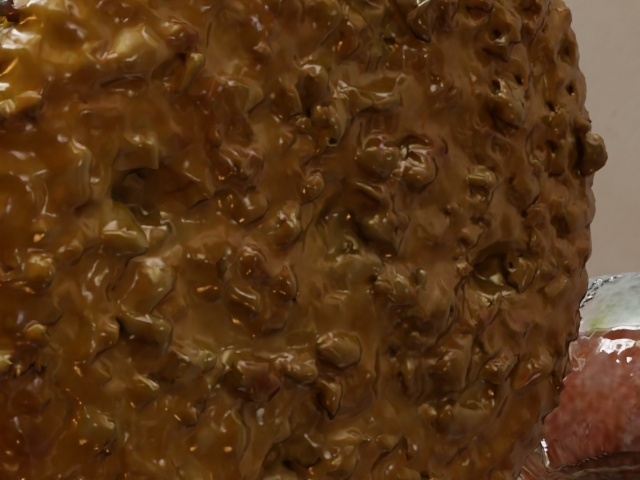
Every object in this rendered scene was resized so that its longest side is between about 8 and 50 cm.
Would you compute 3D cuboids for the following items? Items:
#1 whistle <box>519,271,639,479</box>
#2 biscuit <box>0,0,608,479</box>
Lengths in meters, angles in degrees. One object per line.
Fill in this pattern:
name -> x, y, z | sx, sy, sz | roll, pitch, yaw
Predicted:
whistle -> 0.097, 0.074, 0.793 | 0.346, 0.142, 0.133 | 6, 75, 10
biscuit -> 0.000, 0.000, 0.499 | 0.035, 0.254, 0.254 | 11, 119, 48
